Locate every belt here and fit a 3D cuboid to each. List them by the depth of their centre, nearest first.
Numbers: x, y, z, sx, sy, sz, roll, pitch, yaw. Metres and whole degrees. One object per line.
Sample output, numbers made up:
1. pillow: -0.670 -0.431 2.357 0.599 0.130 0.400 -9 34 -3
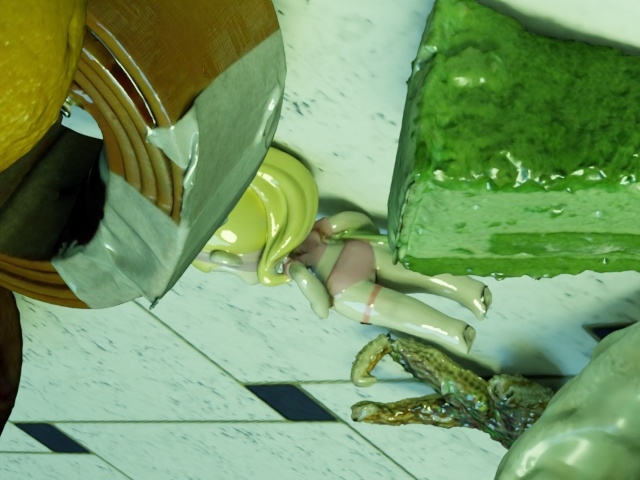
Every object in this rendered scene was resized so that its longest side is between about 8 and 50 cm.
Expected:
1. belt: -0.115 -0.063 0.897 0.184 0.105 0.261 41 147 -7

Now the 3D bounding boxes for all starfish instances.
1. starfish: 0.122 0.101 1.150 0.210 0.053 0.150 9 165 18

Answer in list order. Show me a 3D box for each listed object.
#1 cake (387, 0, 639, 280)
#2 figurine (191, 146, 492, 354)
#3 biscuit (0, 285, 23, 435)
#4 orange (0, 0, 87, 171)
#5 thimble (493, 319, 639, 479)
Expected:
1. cake: 0.146 -0.042 0.844 0.235 0.099 0.100 2 155 -6
2. figurine: 0.000 0.000 1.009 0.187 0.083 0.083 25 156 11
3. biscuit: -0.395 0.048 1.271 0.407 0.091 0.407 2 142 2
4. orange: -0.175 -0.102 0.690 0.206 0.206 0.206 18 155 9
5. thimble: 0.210 0.158 0.907 0.195 0.291 0.291 32 154 -16
